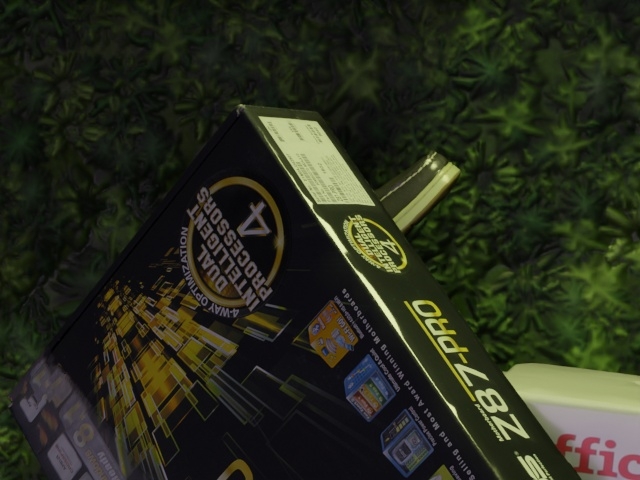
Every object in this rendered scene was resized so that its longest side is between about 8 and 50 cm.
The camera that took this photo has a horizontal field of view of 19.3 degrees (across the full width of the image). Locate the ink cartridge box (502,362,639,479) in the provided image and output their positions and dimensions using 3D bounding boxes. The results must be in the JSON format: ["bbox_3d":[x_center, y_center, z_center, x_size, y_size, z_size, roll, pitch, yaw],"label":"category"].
[{"bbox_3d":[0.232,0.298,1.283,0.285,0.166,0.395,6,92,13],"label":"ink cartridge box"}]

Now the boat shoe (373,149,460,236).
[{"bbox_3d":[0.000,0.000,1.374,0.223,0.080,0.073,-39,88,14],"label":"boat shoe"}]

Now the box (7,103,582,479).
[{"bbox_3d":[-0.019,0.155,1.270,0.318,0.097,0.395,-50,60,29],"label":"box"}]
